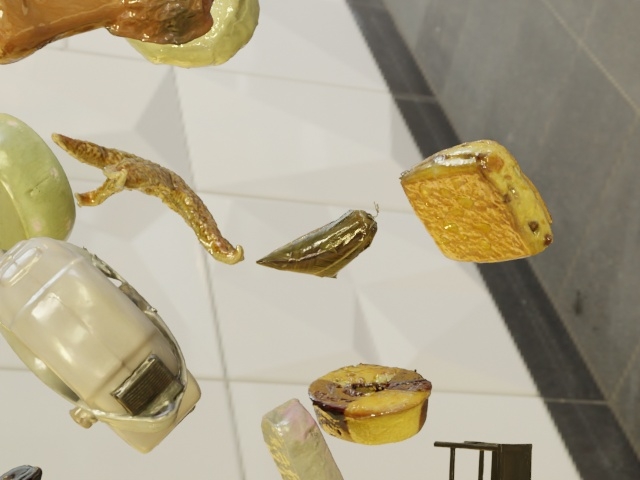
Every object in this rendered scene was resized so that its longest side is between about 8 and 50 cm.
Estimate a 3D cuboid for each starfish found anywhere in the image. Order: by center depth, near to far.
[{"bbox_3d":[-0.238,-0.060,1.569,0.327,0.375,0.094,12,71,56],"label":"starfish"}]

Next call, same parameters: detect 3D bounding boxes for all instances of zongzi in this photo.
[{"bbox_3d":[0.000,0.000,2.068,0.187,0.184,0.084,-45,54,38],"label":"zongzi"}]

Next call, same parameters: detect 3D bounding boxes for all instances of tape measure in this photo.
[{"bbox_3d":[-0.204,0.086,0.981,0.120,0.236,0.197,-46,3,-14],"label":"tape measure"}]

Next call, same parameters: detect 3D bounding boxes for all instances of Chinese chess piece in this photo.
[{"bbox_3d":[-0.487,-0.076,1.712,0.250,0.101,0.250,26,136,29],"label":"Chinese chess piece"}]

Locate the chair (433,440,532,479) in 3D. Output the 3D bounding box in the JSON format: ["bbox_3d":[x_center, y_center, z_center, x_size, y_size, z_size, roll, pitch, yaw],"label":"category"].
[{"bbox_3d":[0.356,0.454,2.103,0.260,0.154,0.141,-2,81,34],"label":"chair"}]

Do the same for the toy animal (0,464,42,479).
[{"bbox_3d":[-0.306,0.382,1.157,0.090,0.195,0.324,6,97,30],"label":"toy animal"}]

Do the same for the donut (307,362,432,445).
[{"bbox_3d":[0.075,0.240,1.628,0.166,0.184,0.073,-39,-52,-59],"label":"donut"}]

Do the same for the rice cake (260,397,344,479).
[{"bbox_3d":[0.026,0.399,1.547,0.064,0.070,0.399,-4,115,55],"label":"rice cake"}]

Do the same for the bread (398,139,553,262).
[{"bbox_3d":[0.256,-0.066,1.825,0.099,0.210,0.235,-46,22,-30],"label":"bread"}]

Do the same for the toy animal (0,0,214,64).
[{"bbox_3d":[-0.235,-0.228,1.026,0.157,0.312,0.097,63,154,10],"label":"toy animal"}]

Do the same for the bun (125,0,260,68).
[{"bbox_3d":[-0.188,-0.326,1.620,0.127,0.222,0.222,71,-166,-64],"label":"bun"}]
